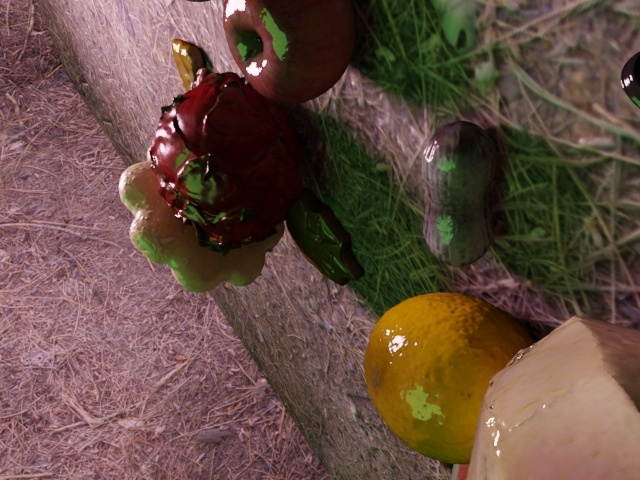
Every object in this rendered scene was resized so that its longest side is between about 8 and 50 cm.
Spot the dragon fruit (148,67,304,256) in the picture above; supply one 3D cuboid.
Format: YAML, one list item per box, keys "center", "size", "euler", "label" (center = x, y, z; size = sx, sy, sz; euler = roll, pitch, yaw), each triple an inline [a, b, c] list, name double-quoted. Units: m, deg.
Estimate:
- center: [-0.150, -0.131, 0.811]
  size: [0.244, 0.244, 0.298]
  euler: [130, 125, -68]
  label: "dragon fruit"

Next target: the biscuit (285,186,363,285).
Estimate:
- center: [-0.002, 0.001, 0.935]
  size: [0.215, 0.034, 0.182]
  euler: [44, 155, 34]
  label: "biscuit"

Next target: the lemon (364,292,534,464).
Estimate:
- center: [0.146, 0.152, 0.594]
  size: [0.188, 0.188, 0.257]
  euler: [63, 163, -10]
  label: "lemon"

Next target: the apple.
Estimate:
- center: [-0.029, -0.230, 0.570]
  size: [0.153, 0.120, 0.153]
  euler: [40, 147, 33]
  label: "apple"

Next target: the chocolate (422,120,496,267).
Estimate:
- center: [0.138, -0.040, 0.519]
  size: [0.072, 0.072, 0.167]
  euler: [38, 148, 43]
  label: "chocolate"

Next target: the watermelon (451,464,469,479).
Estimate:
- center: [0.230, 0.362, 0.748]
  size: [0.136, 0.207, 0.202]
  euler: [-6, 99, 39]
  label: "watermelon"

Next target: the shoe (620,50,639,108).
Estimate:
- center: [0.237, -0.048, 0.308]
  size: [0.159, 0.062, 0.053]
  euler: [54, 171, 12]
  label: "shoe"

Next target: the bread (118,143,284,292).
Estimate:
- center: [-0.199, -0.060, 0.938]
  size: [0.316, 0.316, 0.054]
  euler: [58, 142, 2]
  label: "bread"

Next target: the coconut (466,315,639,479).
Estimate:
- center: [0.240, 0.180, 0.373]
  size: [0.259, 0.259, 0.259]
  euler: [47, 156, 29]
  label: "coconut"

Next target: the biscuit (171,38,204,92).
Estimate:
- center: [-0.230, -0.301, 1.035]
  size: [0.174, 0.039, 0.183]
  euler: [38, 152, 45]
  label: "biscuit"

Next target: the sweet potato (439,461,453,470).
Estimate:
- center: [0.217, 0.388, 0.981]
  size: [0.115, 0.026, 0.026]
  euler: [52, 158, 24]
  label: "sweet potato"
